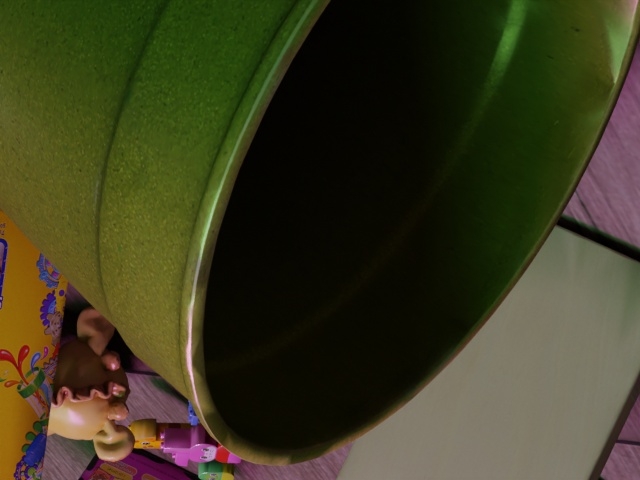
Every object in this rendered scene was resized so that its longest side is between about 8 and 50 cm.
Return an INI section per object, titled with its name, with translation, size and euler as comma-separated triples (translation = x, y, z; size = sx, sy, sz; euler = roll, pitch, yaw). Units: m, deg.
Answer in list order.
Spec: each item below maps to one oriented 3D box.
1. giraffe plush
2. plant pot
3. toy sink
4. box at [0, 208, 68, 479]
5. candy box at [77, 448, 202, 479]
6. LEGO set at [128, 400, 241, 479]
[giraffe plush]
translation = -0.250, 0.134, 1.713
size = 0.170, 0.210, 0.181
euler = -13, 113, 10
[plant pot]
translation = -0.069, -0.130, 1.007
size = 0.353, 0.366, 0.366
euler = 33, 152, 26
[toy sink]
translation = 0.130, 0.109, 1.296
size = 0.153, 0.234, 0.131
euler = 24, 178, 14
[box]
translation = -0.360, 0.083, 1.522
size = 0.177, 0.279, 0.290
euler = 4, -173, -42
[candy box]
translation = -0.199, 0.326, 1.841
size = 0.159, 0.233, 0.071
euler = 23, 148, 18
[LEGO set]
translation = -0.126, 0.187, 1.699
size = 0.093, 0.087, 0.227
euler = 2, 149, -8
